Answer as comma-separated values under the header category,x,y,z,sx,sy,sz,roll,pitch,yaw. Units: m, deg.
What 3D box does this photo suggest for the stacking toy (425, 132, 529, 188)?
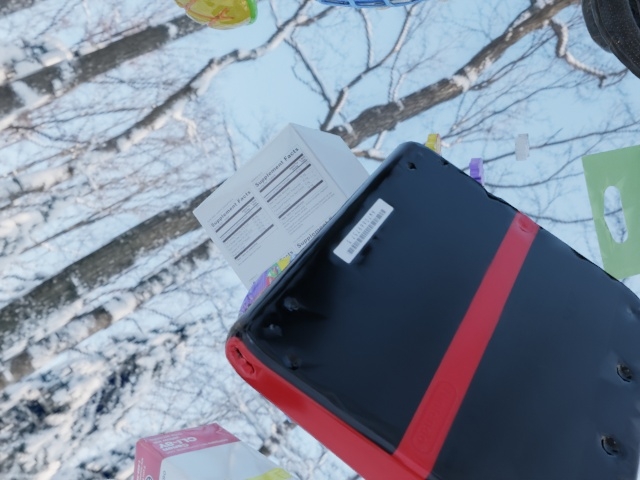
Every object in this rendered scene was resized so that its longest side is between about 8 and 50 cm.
category,x,y,z,sx,sy,sz,roll,pitch,yaw
stacking toy,0.272,-0.078,1.210,0.167,0.052,0.221,1,-71,24

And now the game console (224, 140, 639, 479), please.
category,x,y,z,sx,sy,sz,roll,pitch,yaw
game console,0.142,0.087,0.639,0.342,0.386,0.060,35,-49,6

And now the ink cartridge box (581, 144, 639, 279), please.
category,x,y,z,sx,sy,sz,roll,pitch,yaw
ink cartridge box,0.460,-0.051,0.891,0.056,0.235,0.171,172,-94,-73

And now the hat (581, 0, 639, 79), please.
category,x,y,z,sx,sy,sz,roll,pitch,yaw
hat,0.524,-0.394,1.150,0.331,0.331,0.134,62,-21,-10

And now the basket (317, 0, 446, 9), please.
category,x,y,z,sx,sy,sz,roll,pitch,yaw
basket,0.077,-0.346,0.720,0.255,0.289,0.200,0,-80,25

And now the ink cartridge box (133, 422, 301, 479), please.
category,x,y,z,sx,sy,sz,roll,pitch,yaw
ink cartridge box,-0.133,0.479,1.051,0.385,0.161,0.279,12,-82,50

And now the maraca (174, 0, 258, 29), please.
category,x,y,z,sx,sy,sz,roll,pitch,yaw
maraca,-0.138,-0.321,0.822,0.127,0.099,0.185,24,-17,34

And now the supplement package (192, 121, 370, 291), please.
category,x,y,z,sx,sy,sz,roll,pitch,yaw
supplement package,0.000,0.000,1.021,0.198,0.199,0.262,-40,-102,18

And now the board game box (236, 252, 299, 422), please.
category,x,y,z,sx,sy,sz,roll,pitch,yaw
board game box,-0.026,0.089,0.684,0.133,0.033,0.168,-49,-123,13

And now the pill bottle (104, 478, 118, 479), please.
category,x,y,z,sx,sy,sz,roll,pitch,yaw
pill bottle,-0.309,0.400,0.756,0.160,0.283,0.160,17,-62,35
